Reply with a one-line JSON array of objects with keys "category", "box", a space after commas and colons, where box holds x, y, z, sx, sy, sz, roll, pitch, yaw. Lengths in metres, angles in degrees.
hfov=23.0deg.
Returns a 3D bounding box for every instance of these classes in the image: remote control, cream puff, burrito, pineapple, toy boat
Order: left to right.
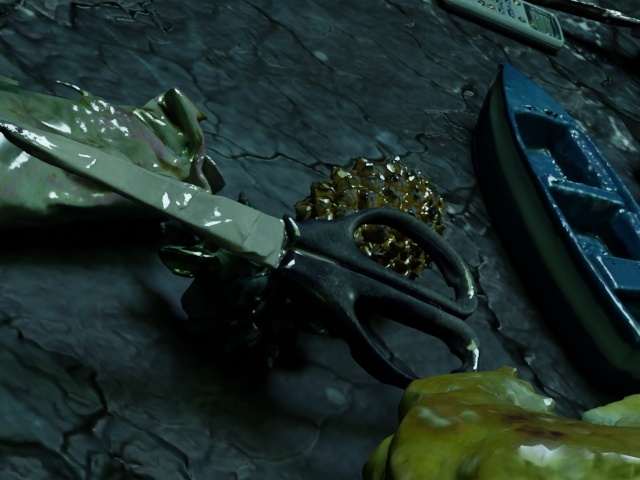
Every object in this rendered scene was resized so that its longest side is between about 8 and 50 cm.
[{"category": "burrito", "box": [-0.186, -0.044, 0.832, 0.309, 0.066, 0.096, -3, 48, -39]}, {"category": "pineapple", "box": [0.000, 0.000, 0.913, 0.103, 0.083, 0.221, 57, 36, 6]}, {"category": "remote control", "box": [0.158, -0.202, 1.379, 0.124, 0.018, 0.053, 20, 35, -19]}, {"category": "toy boat", "box": [0.172, -0.017, 1.105, 0.096, 0.062, 0.299, 10, 40, -31]}, {"category": "cream puff", "box": [0.144, 0.163, 0.761, 0.281, 0.185, 0.282, 1, 4, 0]}]

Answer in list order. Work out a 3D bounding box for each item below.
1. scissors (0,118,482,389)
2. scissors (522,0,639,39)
[{"category": "scissors", "box": [-0.033, -0.001, 0.800, 0.300, 0.022, 0.109, 23, 50, -30]}, {"category": "scissors", "box": [0.289, -0.194, 1.426, 0.317, 0.024, 0.160, 14, -3, -6]}]
